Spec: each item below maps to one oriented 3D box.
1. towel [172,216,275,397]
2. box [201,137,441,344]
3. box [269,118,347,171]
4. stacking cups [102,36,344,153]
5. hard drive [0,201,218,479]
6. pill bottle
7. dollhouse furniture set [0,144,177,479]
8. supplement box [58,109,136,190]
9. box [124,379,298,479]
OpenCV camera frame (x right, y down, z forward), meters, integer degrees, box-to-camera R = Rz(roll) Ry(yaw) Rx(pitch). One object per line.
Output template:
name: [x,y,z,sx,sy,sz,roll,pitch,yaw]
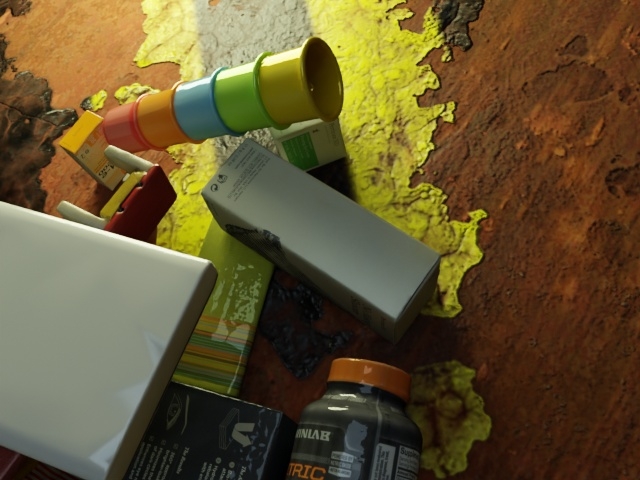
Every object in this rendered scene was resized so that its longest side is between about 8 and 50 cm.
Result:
towel: [-0.118,0.072,0.812,0.102,0.021,0.237,12,68,9]
box: [0.000,0.000,0.761,0.275,0.113,0.094,33,74,19]
box: [-0.025,-0.158,0.850,0.087,0.101,0.102,-22,66,0]
stacking cups: [-0.128,-0.163,0.794,0.316,0.096,0.096,-6,63,31]
hard drive: [-0.283,0.075,0.611,0.318,0.040,0.210,15,64,15]
pill bottle: [0.029,0.245,0.645,0.130,0.130,0.246,7,67,14]
dollhouse furniture set: [-0.251,0.111,0.727,0.152,0.201,0.374,23,66,19]
supplement box: [-0.301,-0.121,0.885,0.036,0.098,0.062,28,75,24]
box: [-0.124,0.245,0.692,0.158,0.093,0.156,12,69,16]
